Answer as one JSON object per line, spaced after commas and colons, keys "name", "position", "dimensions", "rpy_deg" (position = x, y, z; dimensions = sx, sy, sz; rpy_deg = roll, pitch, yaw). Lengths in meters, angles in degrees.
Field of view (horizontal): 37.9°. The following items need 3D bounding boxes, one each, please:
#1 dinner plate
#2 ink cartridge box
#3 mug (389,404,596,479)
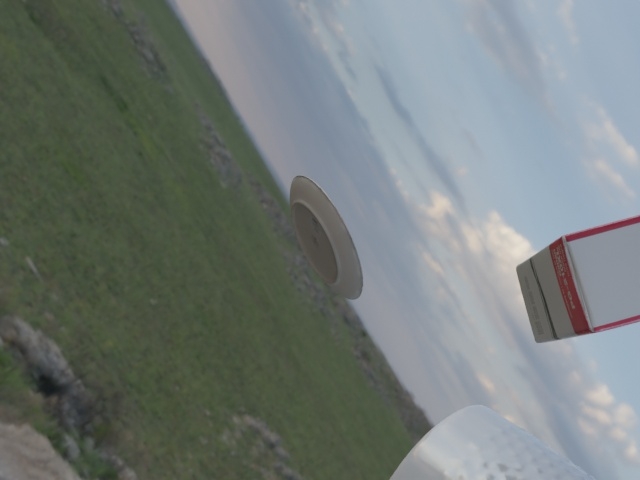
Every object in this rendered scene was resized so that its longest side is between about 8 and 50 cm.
{"name": "dinner plate", "position": [0.000, 0.000, 0.959], "dimensions": [0.141, 0.017, 0.141], "rpy_deg": [50, -25, 33]}
{"name": "ink cartridge box", "position": [0.316, 0.036, 0.971], "dimensions": [0.237, 0.172, 0.100], "rpy_deg": [85, -10, -81]}
{"name": "mug", "position": [0.291, 0.397, 1.162], "dimensions": [0.328, 0.276, 0.374], "rpy_deg": [31, 23, 36]}
